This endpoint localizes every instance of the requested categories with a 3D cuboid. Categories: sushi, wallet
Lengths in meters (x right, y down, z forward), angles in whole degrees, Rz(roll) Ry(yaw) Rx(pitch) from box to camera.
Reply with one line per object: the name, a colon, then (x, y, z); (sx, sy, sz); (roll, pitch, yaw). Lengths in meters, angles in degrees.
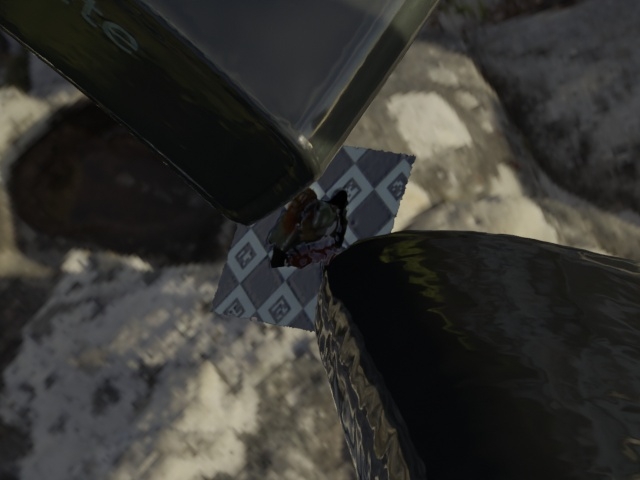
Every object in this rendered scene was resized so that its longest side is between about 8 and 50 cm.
sushi: (0.000, 0.000, 0.979); (0.126, 0.026, 0.120); (9, 76, 42)
wallet: (0.123, 0.082, 0.306); (0.228, 0.406, 0.062); (7, 105, -6)

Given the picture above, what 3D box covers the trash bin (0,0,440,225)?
trash bin: (-0.012, -0.147, 0.523); (0.165, 0.115, 0.225); (39, 75, -7)
